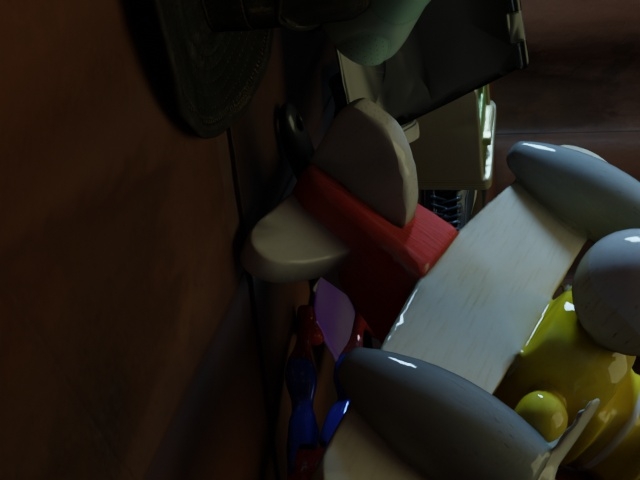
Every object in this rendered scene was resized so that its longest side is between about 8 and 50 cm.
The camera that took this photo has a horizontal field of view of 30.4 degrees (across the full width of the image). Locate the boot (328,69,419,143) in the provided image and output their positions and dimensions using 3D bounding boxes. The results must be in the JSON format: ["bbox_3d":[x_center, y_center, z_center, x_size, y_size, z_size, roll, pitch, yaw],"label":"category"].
[{"bbox_3d":[0.055,-0.135,1.180,0.190,0.069,0.086,-46,130,-71],"label":"boot"}]

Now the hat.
[{"bbox_3d":[-0.016,-0.226,0.699,0.331,0.134,0.331,1,90,-77],"label":"hat"}]

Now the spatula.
[{"bbox_3d":[0.000,0.000,1.022,0.084,0.030,0.296,-78,163,-45],"label":"spatula"}]

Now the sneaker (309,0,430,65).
[{"bbox_3d":[0.039,-0.247,0.897,0.151,0.094,0.255,124,-25,-43],"label":"sneaker"}]

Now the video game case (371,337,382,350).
[{"bbox_3d":[0.100,0.047,1.266,0.193,0.023,0.212,36,41,-50],"label":"video game case"}]

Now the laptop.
[{"bbox_3d":[0.043,-0.328,1.115,0.408,0.236,0.381,-141,-142,-69],"label":"laptop"}]

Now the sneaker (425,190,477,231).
[{"bbox_3d":[0.194,-0.024,1.787,0.163,0.086,0.226,-70,159,-64],"label":"sneaker"}]

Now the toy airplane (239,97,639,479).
[{"bbox_3d":[0.138,0.049,0.848,0.384,0.272,0.386,18,55,-38],"label":"toy airplane"}]

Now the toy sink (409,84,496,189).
[{"bbox_3d":[0.152,-0.153,1.481,0.234,0.131,0.152,78,18,-47],"label":"toy sink"}]

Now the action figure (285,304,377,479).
[{"bbox_3d":[0.011,0.191,0.922,0.280,0.092,0.139,-76,149,-48],"label":"action figure"}]
